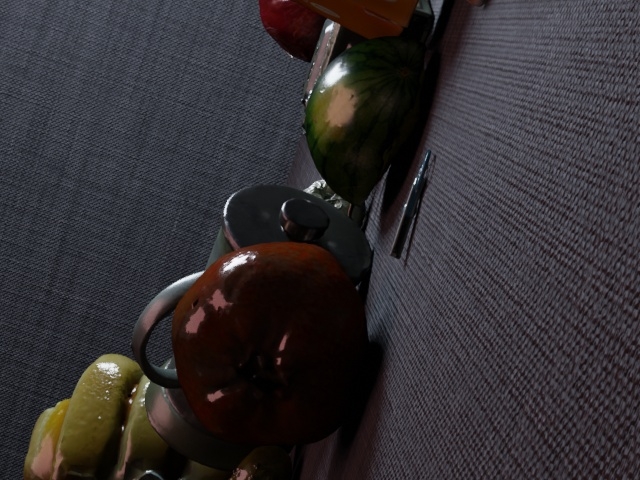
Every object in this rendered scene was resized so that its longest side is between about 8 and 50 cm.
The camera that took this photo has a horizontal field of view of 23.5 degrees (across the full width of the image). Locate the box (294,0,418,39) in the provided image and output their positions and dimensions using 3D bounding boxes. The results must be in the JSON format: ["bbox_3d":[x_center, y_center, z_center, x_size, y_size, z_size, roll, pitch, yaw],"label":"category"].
[{"bbox_3d":[0.065,-0.434,1.856,0.341,0.225,0.143,-64,5,-1],"label":"box"}]

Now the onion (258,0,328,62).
[{"bbox_3d":[0.026,-0.408,2.469,0.281,0.221,0.281,-40,17,14],"label":"onion"}]

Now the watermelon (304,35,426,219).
[{"bbox_3d":[0.047,-0.147,1.819,0.232,0.127,0.204,119,172,-73],"label":"watermelon"}]

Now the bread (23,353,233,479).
[{"bbox_3d":[-0.234,0.311,2.050,0.210,0.341,0.300,67,-137,-83],"label":"bread"}]

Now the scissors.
[{"bbox_3d":[0.093,-0.035,1.575,0.058,0.014,0.119,110,179,-69],"label":"scissors"}]

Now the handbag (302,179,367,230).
[{"bbox_3d":[0.000,0.000,1.996,0.117,0.095,0.173,-84,9,-49],"label":"handbag"}]

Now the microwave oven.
[{"bbox_3d":[0.054,-0.236,2.027,0.163,0.129,0.205,-85,13,-72],"label":"microwave oven"}]

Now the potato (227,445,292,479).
[{"bbox_3d":[-0.086,0.332,1.850,0.188,0.085,0.105,-67,-16,14],"label":"potato"}]

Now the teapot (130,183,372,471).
[{"bbox_3d":[-0.096,0.096,1.841,0.200,0.270,0.337,58,137,40],"label":"teapot"}]

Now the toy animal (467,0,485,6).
[{"bbox_3d":[0.133,-0.340,1.505,0.282,0.138,0.140,116,166,-64],"label":"toy animal"}]

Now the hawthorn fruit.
[{"bbox_3d":[-0.043,0.099,1.602,0.262,0.210,0.210,-47,-24,-75],"label":"hawthorn fruit"}]
